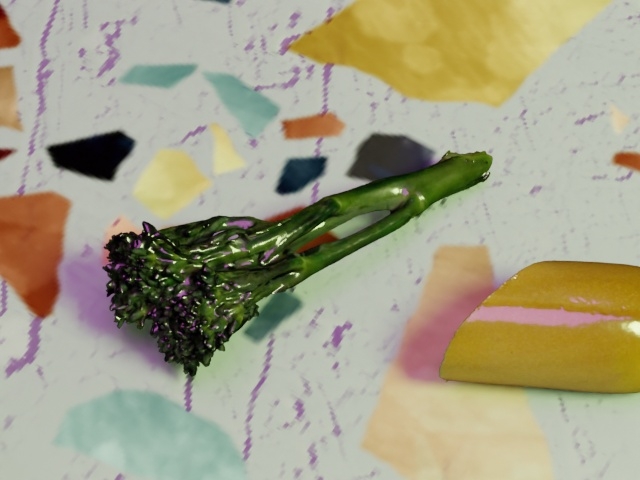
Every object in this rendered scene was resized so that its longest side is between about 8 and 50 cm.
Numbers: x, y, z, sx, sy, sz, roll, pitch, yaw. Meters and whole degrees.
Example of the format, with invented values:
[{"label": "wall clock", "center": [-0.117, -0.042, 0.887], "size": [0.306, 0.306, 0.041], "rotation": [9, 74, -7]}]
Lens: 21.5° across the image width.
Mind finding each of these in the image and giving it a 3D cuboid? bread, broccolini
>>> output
[{"label": "bread", "center": [0.105, 0.035, 0.755], "size": [0.103, 0.049, 0.062], "rotation": [4, 56, 0]}, {"label": "broccolini", "center": [-0.004, 0.004, 0.789], "size": [0.201, 0.058, 0.074], "rotation": [-17, 71, -30]}]
